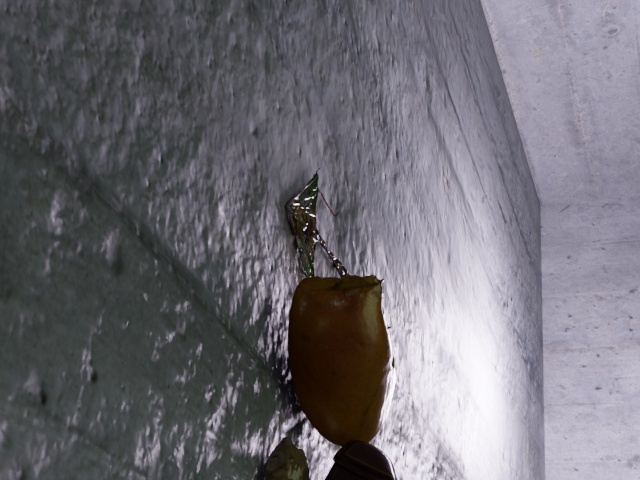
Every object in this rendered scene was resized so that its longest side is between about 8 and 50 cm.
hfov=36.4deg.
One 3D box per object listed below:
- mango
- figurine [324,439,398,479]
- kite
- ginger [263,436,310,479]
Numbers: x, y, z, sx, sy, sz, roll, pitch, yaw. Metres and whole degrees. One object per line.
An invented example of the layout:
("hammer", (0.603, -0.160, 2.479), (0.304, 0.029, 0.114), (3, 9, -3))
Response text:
("mango", (0.030, 0.150, 1.183), (0.154, 0.126, 0.252), (-68, 155, -56))
("figurine", (0.028, 0.312, 1.167), (0.098, 0.082, 0.154), (-72, -172, -72))
("kite", (0.000, 0.000, 1.311), (0.244, 0.006, 0.198), (48, 40, -58))
("ginger", (-0.046, 0.294, 1.045), (0.173, 0.051, 0.069), (-74, 148, -50))
